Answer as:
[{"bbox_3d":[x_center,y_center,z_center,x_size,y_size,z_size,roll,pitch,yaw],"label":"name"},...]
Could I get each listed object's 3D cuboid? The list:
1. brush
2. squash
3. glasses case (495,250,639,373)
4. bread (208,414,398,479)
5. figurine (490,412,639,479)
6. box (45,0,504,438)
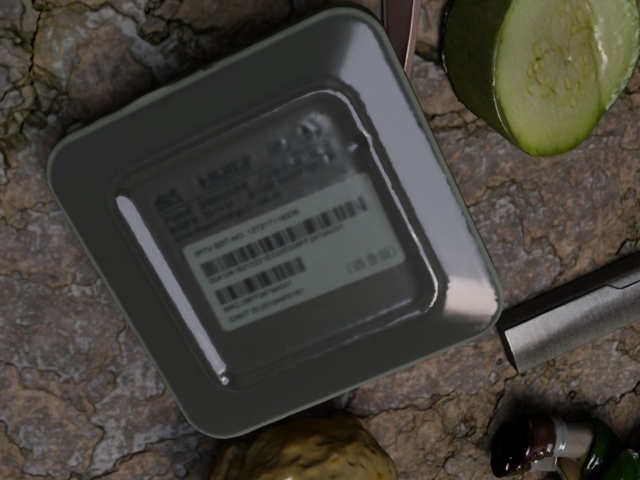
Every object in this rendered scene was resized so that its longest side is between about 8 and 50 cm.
[{"bbox_3d":[0.095,-0.138,1.157,0.067,0.072,0.313,-14,115,-33],"label":"brush"},{"bbox_3d":[0.244,-0.202,1.126,0.220,0.133,0.220,-6,112,-16],"label":"squash"},{"bbox_3d":[0.317,0.087,1.313,0.204,0.047,0.071,-23,116,-2],"label":"glasses case"},{"bbox_3d":[-0.027,0.276,1.230,0.244,0.244,0.134,-17,73,-6],"label":"bread"},{"bbox_3d":[0.401,0.310,1.377,0.369,0.167,0.281,19,142,-10],"label":"figurine"},{"bbox_3d":[-0.042,-0.011,1.099,0.367,0.090,0.373,-25,108,10],"label":"box"}]
